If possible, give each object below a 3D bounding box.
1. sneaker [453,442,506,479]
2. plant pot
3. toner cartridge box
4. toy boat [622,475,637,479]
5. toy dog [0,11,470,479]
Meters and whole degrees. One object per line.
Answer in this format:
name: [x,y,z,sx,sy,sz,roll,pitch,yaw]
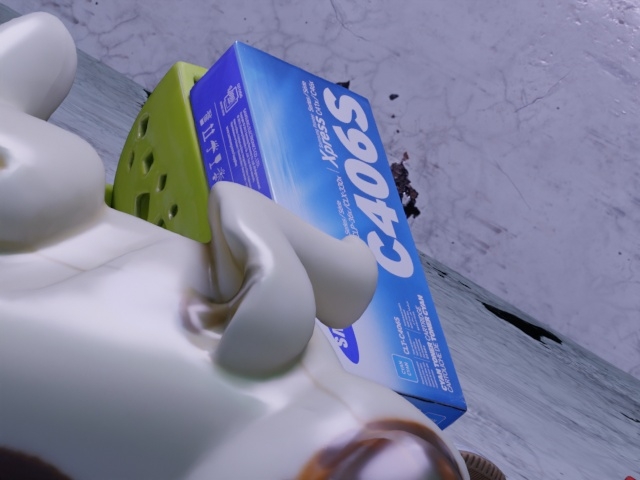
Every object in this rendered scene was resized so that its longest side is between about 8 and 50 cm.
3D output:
sneaker: [0.033,0.181,1.207,0.282,0.099,0.153,17,17,-41]
plant pot: [-0.091,0.002,1.315,0.227,0.207,0.228,19,41,-40]
toner cartridge box: [0.000,0.000,1.159,0.165,0.075,0.347,18,43,-38]
toy boat: [0.341,0.343,1.173,0.318,0.148,0.267,35,3,0]
toy dog: [-0.094,0.105,0.729,0.408,0.284,0.395,31,23,11]
